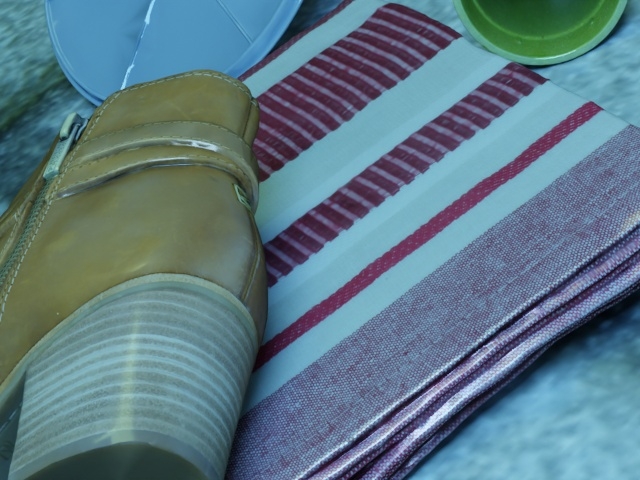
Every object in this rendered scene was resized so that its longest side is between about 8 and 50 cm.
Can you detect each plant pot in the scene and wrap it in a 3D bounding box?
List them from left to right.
[{"bbox_3d":[0.105,-0.135,0.937,0.083,0.083,0.079,-22,18,12],"label":"plant pot"}]

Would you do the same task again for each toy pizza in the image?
[{"bbox_3d":[-0.073,-0.161,1.087,0.201,0.032,0.201,-12,69,33],"label":"toy pizza"}]

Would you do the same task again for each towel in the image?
[{"bbox_3d":[0.000,0.000,0.855,0.237,0.037,0.329,-36,29,-8],"label":"towel"}]

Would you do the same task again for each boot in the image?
[{"bbox_3d":[-0.145,0.046,0.790,0.283,0.109,0.220,-26,36,26],"label":"boot"}]
